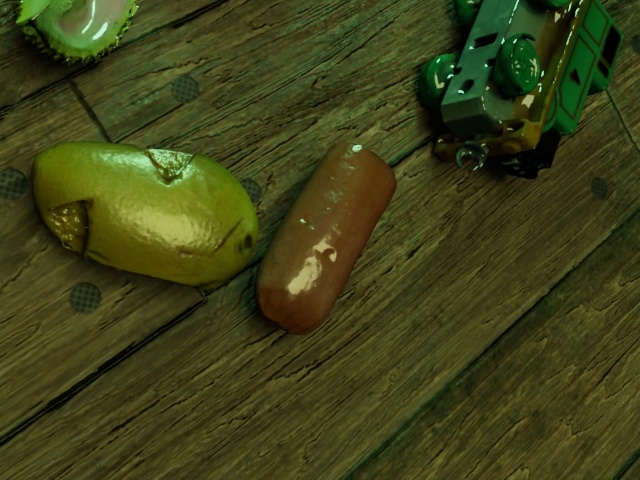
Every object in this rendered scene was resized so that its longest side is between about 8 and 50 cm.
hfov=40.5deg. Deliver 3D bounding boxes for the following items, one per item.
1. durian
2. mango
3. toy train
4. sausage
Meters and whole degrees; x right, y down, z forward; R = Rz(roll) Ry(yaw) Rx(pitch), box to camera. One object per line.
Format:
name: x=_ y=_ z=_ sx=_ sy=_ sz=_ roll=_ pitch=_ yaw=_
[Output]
durian: x=-0.284 y=-0.295 z=1.003 sx=0.220 sy=0.095 sz=0.137 roll=-67 pitch=149 yaw=-22
mango: x=-0.198 y=-0.033 z=0.989 sx=0.262 sy=0.130 sz=0.167 roll=12 pitch=71 yaw=-22
toy train: x=0.309 y=-0.257 z=1.288 sx=0.249 sy=0.178 sz=0.429 roll=36 pitch=66 yaw=-32
sausage: x=0.000 y=0.000 z=1.104 sx=0.113 sy=0.113 sz=0.259 roll=39 pitch=65 yaw=-19
